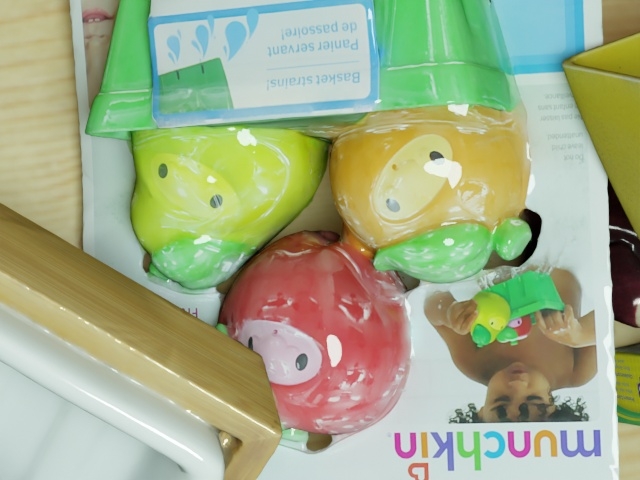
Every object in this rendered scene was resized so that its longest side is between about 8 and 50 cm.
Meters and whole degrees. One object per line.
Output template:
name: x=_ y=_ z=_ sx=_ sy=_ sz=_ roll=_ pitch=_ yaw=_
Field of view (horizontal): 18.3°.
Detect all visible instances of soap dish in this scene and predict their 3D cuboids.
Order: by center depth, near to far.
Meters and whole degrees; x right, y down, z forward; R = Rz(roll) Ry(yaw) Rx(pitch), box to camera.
soap dish: x=-0.186 y=0.091 z=1.059 sx=0.291 sy=0.229 sz=0.118 roll=30 pitch=34 yaw=-2

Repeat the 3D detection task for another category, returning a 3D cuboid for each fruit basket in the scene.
fruit basket: x=0.000 y=0.000 z=1.107 sx=0.327 sy=0.165 sz=0.353 roll=-2 pitch=83 yaw=24

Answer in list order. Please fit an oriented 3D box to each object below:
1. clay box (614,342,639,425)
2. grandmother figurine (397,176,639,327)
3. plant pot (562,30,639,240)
clay box: x=0.271 y=0.080 z=1.176 sx=0.127 sy=0.222 sz=0.053 roll=-12 pitch=93 yaw=-15
grandmother figurine: x=0.202 y=-0.008 z=1.200 sx=0.342 sy=0.208 sz=0.104 roll=-4 pitch=107 yaw=5
plant pot: x=0.278 y=-0.024 z=0.998 sx=0.212 sy=0.212 sz=0.187 roll=-20 pitch=107 yaw=-16
